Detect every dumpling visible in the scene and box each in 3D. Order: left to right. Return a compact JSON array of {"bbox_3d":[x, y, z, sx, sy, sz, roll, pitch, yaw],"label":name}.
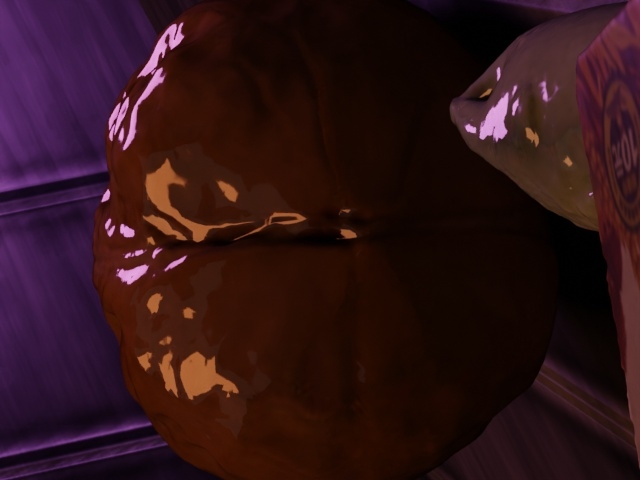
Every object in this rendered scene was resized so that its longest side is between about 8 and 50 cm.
[{"bbox_3d":[0.146,-0.039,0.923,0.216,0.105,0.149,5,114,56],"label":"dumpling"}]

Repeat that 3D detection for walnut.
[{"bbox_3d":[0.000,0.000,1.330,0.398,0.308,0.354,-160,76,-78],"label":"walnut"}]

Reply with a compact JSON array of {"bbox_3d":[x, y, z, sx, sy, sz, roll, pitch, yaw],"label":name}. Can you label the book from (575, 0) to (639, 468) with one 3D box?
[{"bbox_3d":[0.173,0.103,0.663,0.300,0.039,0.428,130,132,-77],"label":"book"}]
